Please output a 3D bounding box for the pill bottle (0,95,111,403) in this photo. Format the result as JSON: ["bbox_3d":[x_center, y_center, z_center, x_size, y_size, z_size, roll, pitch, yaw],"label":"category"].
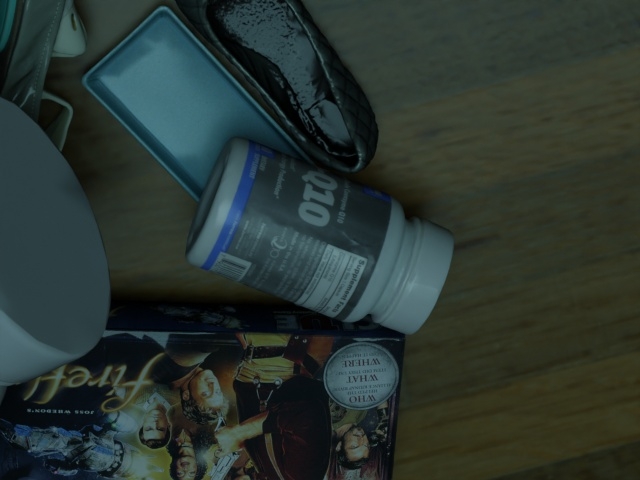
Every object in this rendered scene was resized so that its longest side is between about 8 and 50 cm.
[{"bbox_3d":[-0.285,0.051,0.864,0.334,0.188,0.188,-23,108,19],"label":"pill bottle"}]

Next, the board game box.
[{"bbox_3d":[-0.077,0.118,1.004,0.243,0.042,0.165,2,114,-4],"label":"board game box"}]

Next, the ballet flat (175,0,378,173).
[{"bbox_3d":[-0.025,-0.109,0.941,0.057,0.049,0.173,-41,106,8],"label":"ballet flat"}]

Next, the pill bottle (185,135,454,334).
[{"bbox_3d":[0.000,0.000,0.944,0.137,0.078,0.078,21,105,-11],"label":"pill bottle"}]

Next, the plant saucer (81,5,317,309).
[{"bbox_3d":[-0.049,-0.047,0.976,0.067,0.018,0.192,-41,107,9],"label":"plant saucer"}]

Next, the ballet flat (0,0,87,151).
[{"bbox_3d":[-0.167,-0.097,0.936,0.068,0.072,0.213,5,110,-34],"label":"ballet flat"}]
